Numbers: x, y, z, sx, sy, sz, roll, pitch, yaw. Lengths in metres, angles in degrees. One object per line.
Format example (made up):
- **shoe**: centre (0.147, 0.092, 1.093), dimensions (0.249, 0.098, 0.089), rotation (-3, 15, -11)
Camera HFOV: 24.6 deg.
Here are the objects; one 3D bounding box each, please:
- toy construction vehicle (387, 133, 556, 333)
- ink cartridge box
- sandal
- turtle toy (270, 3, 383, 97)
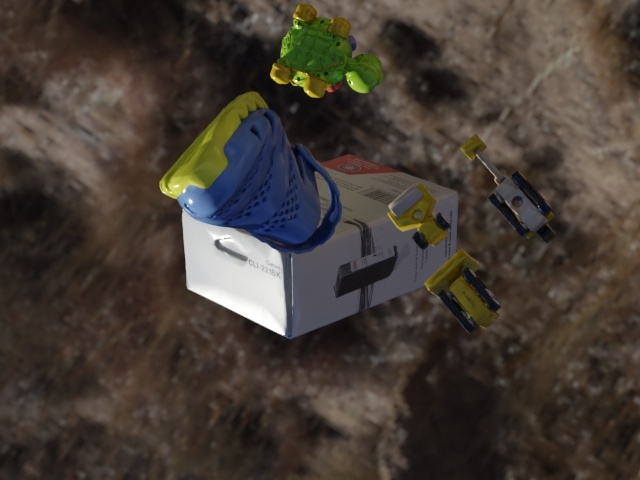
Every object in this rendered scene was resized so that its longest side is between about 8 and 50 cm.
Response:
- **toy construction vehicle**: centre (0.093, -0.004, 0.864), dimensions (0.098, 0.086, 0.035), rotation (51, -168, 30)
- **ink cartridge box**: centre (0.000, 0.000, 1.741), dimensions (0.197, 0.272, 0.114), rotation (23, 121, 44)
- **sandal**: centre (-0.051, -0.053, 1.393), dimensions (0.138, 0.126, 0.317), rotation (45, -170, 6)
- **turtle toy**: centre (0.010, -0.204, 1.655), dimensions (0.130, 0.095, 0.066), rotation (26, -174, 29)
